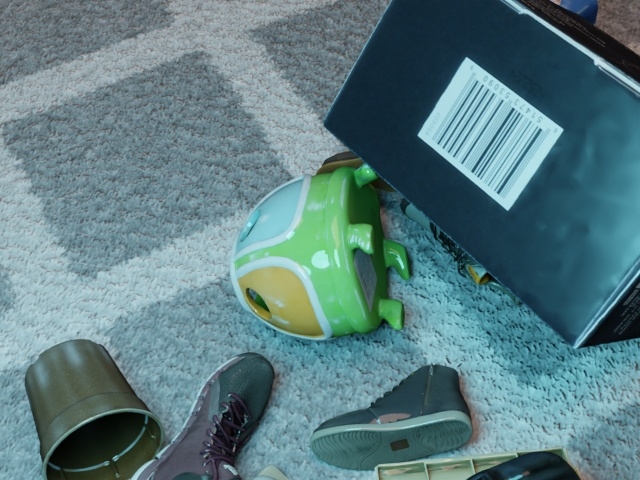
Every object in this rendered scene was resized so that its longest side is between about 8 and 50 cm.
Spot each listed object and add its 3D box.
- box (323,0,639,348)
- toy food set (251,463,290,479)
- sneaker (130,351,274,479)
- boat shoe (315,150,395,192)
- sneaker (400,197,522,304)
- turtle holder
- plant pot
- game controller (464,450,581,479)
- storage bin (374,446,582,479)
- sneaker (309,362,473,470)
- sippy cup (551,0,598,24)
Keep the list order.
[{"bbox_3d":[0.351,-0.122,1.359,0.472,0.297,0.480,0,37,-51],"label":"box"},{"bbox_3d":[-0.051,0.364,1.177,0.220,0.306,0.092,-45,105,-28],"label":"toy food set"},{"bbox_3d":[-0.121,0.275,1.296,0.162,0.106,0.281,3,51,55],"label":"sneaker"},{"bbox_3d":[0.090,-0.123,1.615,0.207,0.073,0.073,3,31,36],"label":"boat shoe"},{"bbox_3d":[0.233,0.002,1.534,0.271,0.100,0.108,32,65,24],"label":"sneaker"},{"bbox_3d":[-0.006,-0.003,1.462,0.227,0.243,0.320,-11,60,16],"label":"turtle holder"},{"bbox_3d":[-0.321,0.234,1.350,0.167,0.167,0.165,-26,48,-16],"label":"plant pot"},{"bbox_3d":[0.282,0.386,1.115,0.166,0.067,0.319,-12,52,-25],"label":"game controller"},{"bbox_3d":[0.202,0.403,1.211,0.262,0.123,0.260,-5,52,-1],"label":"storage bin"},{"bbox_3d":[0.095,0.245,1.377,0.222,0.083,0.118,-9,33,5],"label":"sneaker"},{"bbox_3d":[0.368,-0.424,1.788,0.224,0.240,0.305,44,97,19],"label":"sippy cup"}]
